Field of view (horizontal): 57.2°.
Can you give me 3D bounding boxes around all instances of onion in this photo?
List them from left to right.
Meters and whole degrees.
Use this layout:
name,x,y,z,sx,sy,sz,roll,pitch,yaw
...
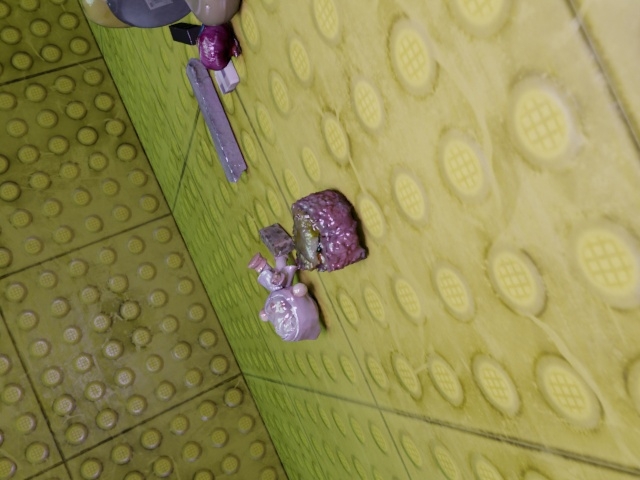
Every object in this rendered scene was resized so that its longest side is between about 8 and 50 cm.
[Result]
name,x,y,z,sx,sy,sz,roll,pitch,yaw
onion,-0.230,-0.443,1.332,0.104,0.115,0.115,16,147,5

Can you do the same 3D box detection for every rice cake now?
name,x,y,z,sx,sy,sz,roll,pitch,yaw
rice cake,-0.292,-0.336,1.651,0.073,0.056,0.365,-15,98,64

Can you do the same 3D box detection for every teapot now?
name,x,y,z,sx,sy,sz,roll,pitch,yaw
teapot,-0.448,-0.684,1.366,0.223,0.305,0.285,-25,78,27

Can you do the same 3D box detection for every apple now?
name,x,y,z,sx,sy,sz,roll,pitch,yaw
apple,-0.604,-0.757,1.735,0.262,0.262,0.262,52,156,35

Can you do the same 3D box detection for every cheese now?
name,x,y,z,sx,sy,sz,roll,pitch,yaw
cheese,-0.226,-0.546,1.200,0.175,0.091,0.202,62,158,14

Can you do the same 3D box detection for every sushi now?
name,x,y,z,sx,sy,sz,roll,pitch,yaw
sushi,-0.005,-0.019,1.203,0.241,0.107,0.161,2,110,69

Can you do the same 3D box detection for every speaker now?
name,x,y,z,sx,sy,sz,roll,pitch,yaw
speaker,-0.369,-0.569,1.615,0.191,0.040,0.046,36,147,54

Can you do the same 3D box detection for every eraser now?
name,x,y,z,sx,sy,sz,roll,pitch,yaw
eraser,-0.235,-0.410,1.468,0.065,0.026,0.105,65,160,-4

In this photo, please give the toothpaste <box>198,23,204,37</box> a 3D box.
name,x,y,z,sx,sy,sz,roll,pitch,yaw
toothpaste,-0.267,-0.521,1.418,0.057,0.035,0.197,53,160,-8

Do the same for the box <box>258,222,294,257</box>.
name,x,y,z,sx,sy,sz,roll,pitch,yaw
box,-0.117,-0.001,1.565,0.098,0.062,0.045,43,151,46

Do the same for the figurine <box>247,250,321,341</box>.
name,x,y,z,sx,sy,sz,roll,pitch,yaw
figurine,-0.092,0.147,1.569,0.200,0.133,0.276,-37,72,40
